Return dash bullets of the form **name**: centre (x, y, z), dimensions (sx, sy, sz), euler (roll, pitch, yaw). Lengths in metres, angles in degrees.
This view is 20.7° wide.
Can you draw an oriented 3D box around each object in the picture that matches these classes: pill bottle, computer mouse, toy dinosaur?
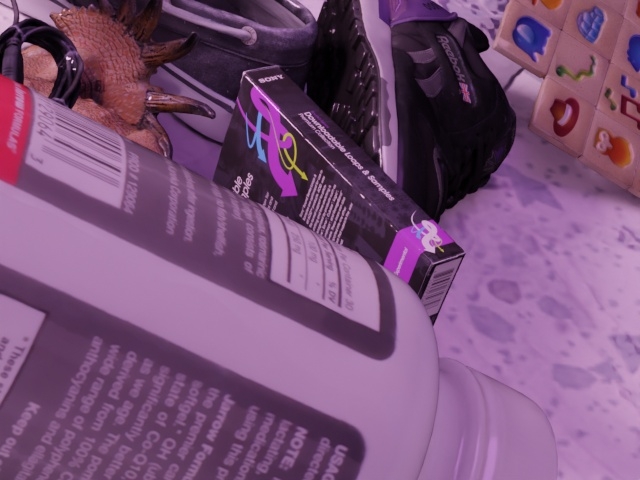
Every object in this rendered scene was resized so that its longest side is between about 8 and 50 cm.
- **pill bottle**: centre (-0.062, 0.064, 0.742), dimensions (0.319, 0.176, 0.176), euler (27, 36, -21)
- **computer mouse**: centre (-0.155, -0.140, 0.878), dimensions (0.071, 0.041, 0.242), euler (8, 42, -26)
- **toy dinosaur**: centre (-0.124, -0.036, 0.922), dimensions (0.200, 0.127, 0.295), euler (-6, 51, -37)

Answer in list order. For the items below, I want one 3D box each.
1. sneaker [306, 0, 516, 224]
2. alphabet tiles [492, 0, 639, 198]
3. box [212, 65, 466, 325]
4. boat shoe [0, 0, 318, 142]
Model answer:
- **sneaker**: centre (0.066, -0.064, 1.040), dimensions (0.124, 0.107, 0.283), euler (16, 39, -14)
- **alphabet tiles**: centre (0.215, -0.137, 1.164), dimensions (0.198, 0.009, 0.237), euler (30, 59, -15)
- **box**: centre (0.000, 0.000, 0.926), dimensions (0.029, 0.116, 0.162), euler (-18, 52, -38)
- **boat shoe**: centre (-0.126, -0.178, 1.090), dimensions (0.301, 0.102, 0.108), euler (38, 43, 21)
